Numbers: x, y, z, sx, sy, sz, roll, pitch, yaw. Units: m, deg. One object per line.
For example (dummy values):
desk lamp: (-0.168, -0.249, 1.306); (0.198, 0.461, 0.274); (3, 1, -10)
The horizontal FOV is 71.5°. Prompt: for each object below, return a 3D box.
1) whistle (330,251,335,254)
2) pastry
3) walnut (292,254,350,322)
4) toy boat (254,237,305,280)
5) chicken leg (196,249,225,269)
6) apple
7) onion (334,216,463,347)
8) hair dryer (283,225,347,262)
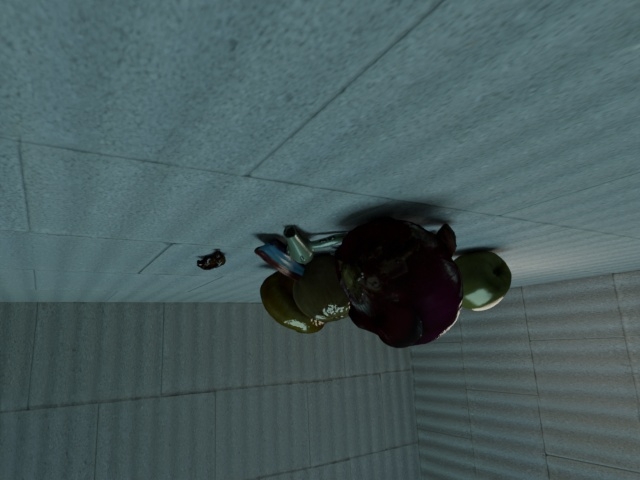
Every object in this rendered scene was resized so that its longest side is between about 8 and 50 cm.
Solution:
whistle: (0.133, 0.075, 1.766); (0.067, 0.057, 0.326); (-8, 166, 25)
pastry: (-0.112, 0.272, 1.999); (0.355, 0.356, 0.164); (12, 130, -49)
walnut: (0.028, 0.198, 1.815); (0.284, 0.286, 0.296); (-5, 156, 9)
toy boat: (-0.132, 0.065, 1.569); (0.079, 0.136, 0.392); (-37, 160, 1)
chicken leg: (-0.405, 0.078, 1.685); (0.089, 0.049, 0.219); (3, 166, -38)
apple: (0.665, 0.169, 1.879); (0.262, 0.263, 0.262); (-3, 167, -1)
onion: (0.270, 0.094, 1.309); (0.420, 0.399, 0.398); (-23, 180, -33)
hair dryer: (-0.026, -0.003, 1.394); (0.224, 0.089, 0.219); (-23, 156, 24)
